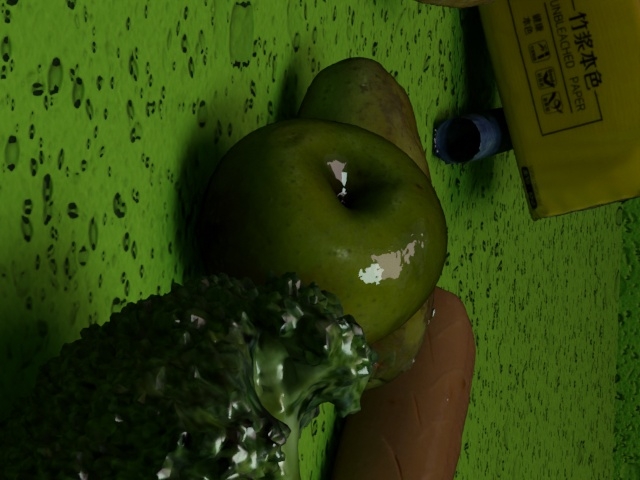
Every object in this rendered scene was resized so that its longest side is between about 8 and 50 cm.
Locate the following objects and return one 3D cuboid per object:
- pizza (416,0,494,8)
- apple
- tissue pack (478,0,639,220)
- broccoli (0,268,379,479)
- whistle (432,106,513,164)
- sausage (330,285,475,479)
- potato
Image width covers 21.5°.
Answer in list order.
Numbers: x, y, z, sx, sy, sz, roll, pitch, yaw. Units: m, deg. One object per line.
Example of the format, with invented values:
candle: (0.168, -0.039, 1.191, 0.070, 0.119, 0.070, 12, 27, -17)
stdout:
pizza: (0.126, -0.377, 1.638, 0.278, 0.114, 0.409, -47, 149, -15)
apple: (0.000, 0.000, 1.312, 0.157, 0.196, 0.196, -55, -168, 50)
tissue pack: (0.343, -0.232, 2.120, 0.293, 0.228, 0.382, -10, 85, -69)
broccoli: (-0.085, 0.144, 0.996, 0.288, 0.235, 0.260, -39, 144, -1)
whistle: (0.207, -0.133, 2.111, 0.304, 0.062, 0.062, -21, 112, -70)
sausage: (0.087, 0.177, 1.703, 0.121, 0.121, 0.304, 71, 26, -48)
potato: (0.038, -0.014, 1.491, 0.176, 0.141, 0.298, 174, -80, -86)
